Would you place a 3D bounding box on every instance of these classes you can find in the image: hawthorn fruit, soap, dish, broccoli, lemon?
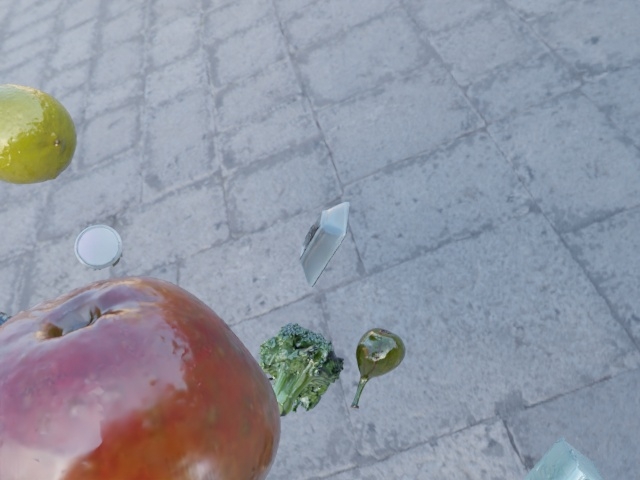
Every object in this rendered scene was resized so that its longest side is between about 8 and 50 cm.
[{"bbox_3d":[-0.184,0.174,0.522,0.285,0.284,0.284,-14,47,15],"label":"hawthorn fruit"},{"bbox_3d":[0.402,0.493,1.027,0.094,0.150,0.261,35,100,3],"label":"soap"},{"bbox_3d":[0.000,0.000,1.759,0.243,0.080,0.181,-58,13,34],"label":"dish"},{"bbox_3d":[-0.083,0.445,1.988,0.277,0.317,0.338,37,108,7],"label":"broccoli"},{"bbox_3d":[-0.540,-0.190,1.015,0.203,0.178,0.178,16,58,17],"label":"lemon"}]

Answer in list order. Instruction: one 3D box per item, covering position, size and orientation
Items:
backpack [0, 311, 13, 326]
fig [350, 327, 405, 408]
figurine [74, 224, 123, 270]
[{"bbox_3d":[-0.777,0.243,1.436,0.105,0.165,0.120,-52,4,-26],"label":"backpack"},{"bbox_3d":[0.169,0.399,1.766,0.151,0.151,0.259,26,103,40],"label":"fig"},{"bbox_3d":[-0.632,0.034,1.655,0.132,0.153,0.132,2,77,-8],"label":"figurine"}]
